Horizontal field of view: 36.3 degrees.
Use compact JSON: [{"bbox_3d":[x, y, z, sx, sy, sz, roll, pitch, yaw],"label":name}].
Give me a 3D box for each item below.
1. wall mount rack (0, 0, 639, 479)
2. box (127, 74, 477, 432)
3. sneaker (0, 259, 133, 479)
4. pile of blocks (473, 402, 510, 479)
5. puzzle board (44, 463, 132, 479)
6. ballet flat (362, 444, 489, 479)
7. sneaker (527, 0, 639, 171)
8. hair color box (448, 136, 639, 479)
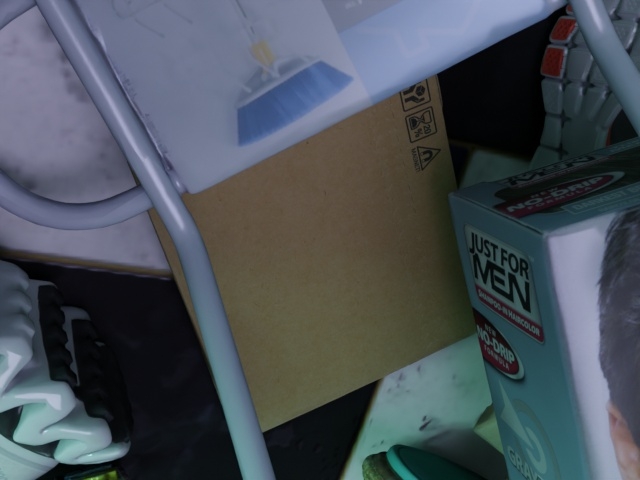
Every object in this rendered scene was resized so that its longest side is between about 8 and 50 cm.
[{"bbox_3d":[0.014,-0.048,0.371,0.350,0.130,0.304,-25,105,11],"label":"wall mount rack"},{"bbox_3d":[0.000,0.000,0.527,0.164,0.021,0.201,-23,123,-11],"label":"box"},{"bbox_3d":[-0.199,0.019,0.407,0.118,0.110,0.292,-29,124,4],"label":"sneaker"},{"bbox_3d":[0.265,0.102,0.663,0.362,0.148,0.112,0,159,-14],"label":"pile of blocks"},{"bbox_3d":[-0.160,0.137,0.494,0.128,0.096,0.011,-14,86,-17],"label":"puzzle board"},{"bbox_3d":[0.142,0.238,0.658,0.349,0.123,0.123,26,103,-35],"label":"ballet flat"},{"bbox_3d":[0.159,-0.079,0.545,0.065,0.061,0.157,-13,125,-49],"label":"sneaker"},{"bbox_3d":[0.207,0.132,0.506,0.185,0.113,0.374,-17,105,-9],"label":"hair color box"}]
